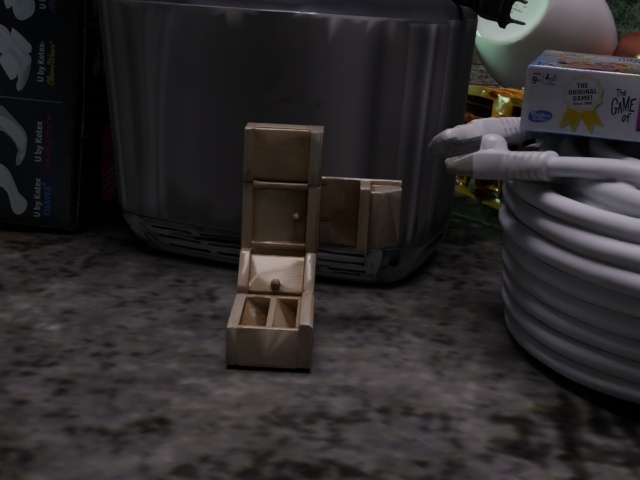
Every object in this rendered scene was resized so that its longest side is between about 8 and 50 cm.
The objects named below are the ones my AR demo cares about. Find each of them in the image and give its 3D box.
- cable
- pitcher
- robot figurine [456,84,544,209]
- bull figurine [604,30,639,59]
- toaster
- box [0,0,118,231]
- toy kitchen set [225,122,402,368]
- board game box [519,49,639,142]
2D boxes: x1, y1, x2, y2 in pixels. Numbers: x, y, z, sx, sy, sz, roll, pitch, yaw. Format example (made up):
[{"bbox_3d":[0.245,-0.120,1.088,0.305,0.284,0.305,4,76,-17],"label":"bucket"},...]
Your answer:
[{"bbox_3d":[0.203,0.007,0.420,0.257,0.089,0.257,-7,19,-37],"label":"cable"},{"bbox_3d":[0.222,-0.198,1.015,0.178,0.125,0.207,32,6,42],"label":"pitcher"},{"bbox_3d":[0.216,-0.055,0.663,0.291,0.085,0.211,-2,15,-20],"label":"robot figurine"},{"bbox_3d":[0.404,-0.128,0.874,0.310,0.101,0.188,0,32,8],"label":"bull figurine"},{"bbox_3d":[-0.009,-0.066,0.535,0.227,0.146,0.129,8,16,17],"label":"toaster"},{"bbox_3d":[-0.193,-0.117,0.653,0.142,0.163,0.247,5,15,0],"label":"box"},{"bbox_3d":[0.000,0.000,0.408,0.068,0.083,0.075,3,15,0],"label":"toy kitchen set"},{"bbox_3d":[0.166,-0.057,0.420,0.154,0.026,0.103,8,15,14],"label":"board game box"}]
